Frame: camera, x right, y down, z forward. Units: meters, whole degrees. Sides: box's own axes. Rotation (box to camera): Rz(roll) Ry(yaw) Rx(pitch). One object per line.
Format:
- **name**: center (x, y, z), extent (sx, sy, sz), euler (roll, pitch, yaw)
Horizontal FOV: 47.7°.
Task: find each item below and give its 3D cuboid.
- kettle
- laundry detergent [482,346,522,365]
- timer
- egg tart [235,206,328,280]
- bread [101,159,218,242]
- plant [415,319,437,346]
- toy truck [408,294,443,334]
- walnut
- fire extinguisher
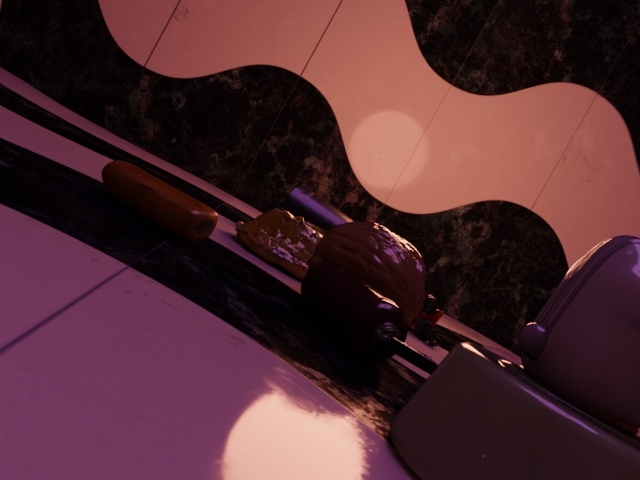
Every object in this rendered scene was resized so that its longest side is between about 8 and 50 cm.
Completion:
- **kettle**: center (0.008, -0.012, 2.212), extent (0.308, 0.203, 0.262), euler (33, 1, 10)
- **laundry detergent**: center (0.398, 0.301, 1.601), extent (0.159, 0.088, 0.335), euler (30, 4, 14)
- **timer**: center (0.271, 0.143, 0.742), extent (0.290, 0.315, 0.291), euler (30, 2, -1)
- **egg tart**: center (-0.055, 0.011, 1.809), extent (0.345, 0.133, 0.345), euler (27, 3, -2)
- **bread**: center (-0.296, -0.069, 1.307), extent (0.239, 0.074, 0.092), euler (29, 18, 25)
- **plant**: center (0.277, 0.239, 1.862), extent (0.051, 0.051, 0.102), euler (28, 8, -18)
- **toy truck**: center (0.207, 0.158, 1.973), extent (0.252, 0.114, 0.107), euler (31, 4, 6)
- **walnut**: center (0.098, 0.073, 1.469), extent (0.225, 0.225, 0.261), euler (27, 2, -46)
- **fire extinguisher**: center (0.083, 0.134, 1.197), extent (0.138, 0.102, 0.344), euler (30, 2, -26)
